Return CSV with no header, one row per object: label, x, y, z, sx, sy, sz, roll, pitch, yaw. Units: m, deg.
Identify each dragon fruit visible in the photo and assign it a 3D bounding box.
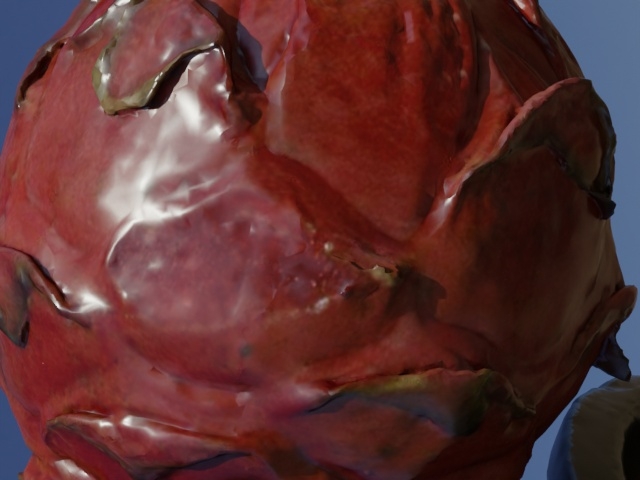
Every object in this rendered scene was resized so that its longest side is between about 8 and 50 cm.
dragon fruit,-0.007,0.007,0.711,0.241,0.241,0.252,-48,-52,-65

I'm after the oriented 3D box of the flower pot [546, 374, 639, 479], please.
flower pot,0.203,0.253,0.820,0.379,0.251,0.379,25,-159,-10
